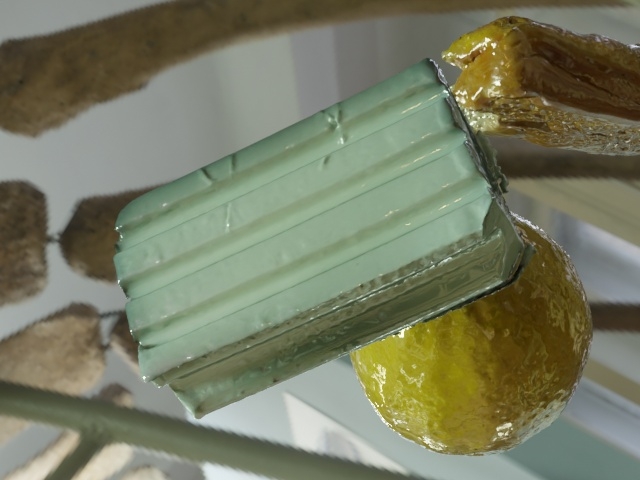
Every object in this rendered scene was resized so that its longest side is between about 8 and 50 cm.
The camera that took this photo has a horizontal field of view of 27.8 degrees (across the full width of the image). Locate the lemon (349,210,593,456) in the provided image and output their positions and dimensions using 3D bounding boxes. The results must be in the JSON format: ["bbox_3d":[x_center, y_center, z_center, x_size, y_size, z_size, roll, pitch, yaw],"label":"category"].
[{"bbox_3d":[0.202,0.107,1.772,0.364,0.364,0.364,-44,-30,-34],"label":"lemon"}]

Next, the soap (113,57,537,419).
[{"bbox_3d":[0.000,0.000,0.864,0.261,0.150,0.094,-24,-34,9],"label":"soap"}]

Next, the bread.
[{"bbox_3d":[0.269,-0.162,1.389,0.380,0.185,0.109,2,-98,-40],"label":"bread"}]
